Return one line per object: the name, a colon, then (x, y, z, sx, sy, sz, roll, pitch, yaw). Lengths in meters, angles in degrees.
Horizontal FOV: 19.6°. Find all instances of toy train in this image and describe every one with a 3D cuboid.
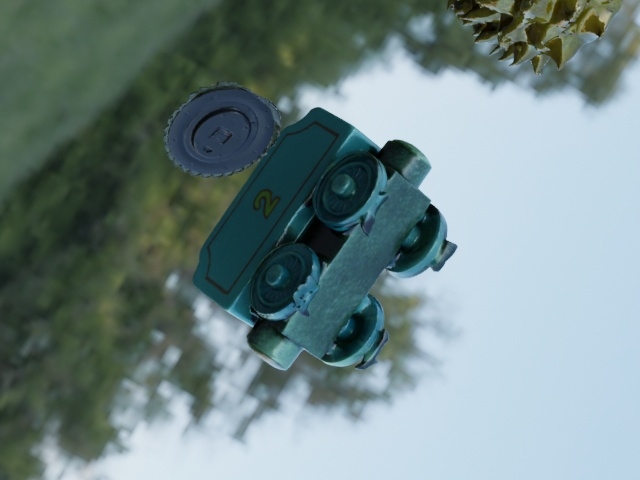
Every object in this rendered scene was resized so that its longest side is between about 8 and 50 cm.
toy train: (0.000, 0.000, 1.471, 0.203, 0.112, 0.163, -54, -140, -2)

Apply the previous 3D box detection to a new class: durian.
durian: (0.135, -0.211, 1.113, 0.140, 0.078, 0.224, 36, -65, 55)

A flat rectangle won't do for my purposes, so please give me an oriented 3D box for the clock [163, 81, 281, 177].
clock: (-0.068, -0.073, 1.257, 0.083, 0.074, 0.010, -44, -147, 28)
